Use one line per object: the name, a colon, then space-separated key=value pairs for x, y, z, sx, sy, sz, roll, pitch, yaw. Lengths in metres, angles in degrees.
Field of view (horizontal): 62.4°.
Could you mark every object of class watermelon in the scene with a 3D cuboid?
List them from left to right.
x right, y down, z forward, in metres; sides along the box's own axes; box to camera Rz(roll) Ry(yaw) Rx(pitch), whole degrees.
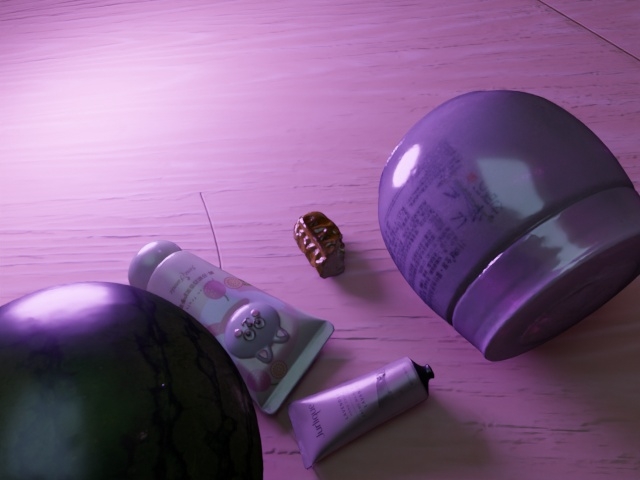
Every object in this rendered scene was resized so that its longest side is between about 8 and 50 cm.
watermelon: x=-0.218 y=0.217 z=0.499 sx=0.362 sy=0.363 sz=0.364 roll=-6 pitch=51 yaw=8

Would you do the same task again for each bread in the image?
bread: x=0.000 y=0.000 z=0.806 sx=0.066 sy=0.060 sz=0.110 roll=-47 pitch=50 yaw=13

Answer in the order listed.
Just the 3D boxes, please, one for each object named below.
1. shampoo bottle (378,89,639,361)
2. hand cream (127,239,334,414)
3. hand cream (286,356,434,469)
shampoo bottle: x=0.222 y=-0.019 z=0.631 sx=0.272 sy=0.273 sz=0.266 roll=-28 pitch=59 yaw=-10
hand cream: x=-0.143 y=0.103 z=0.748 sx=0.305 sy=0.093 sz=0.147 roll=29 pitch=64 yaw=20
hand cream: x=0.052 y=0.198 z=0.644 sx=0.186 sy=0.054 sz=0.087 roll=-26 pitch=47 yaw=0
